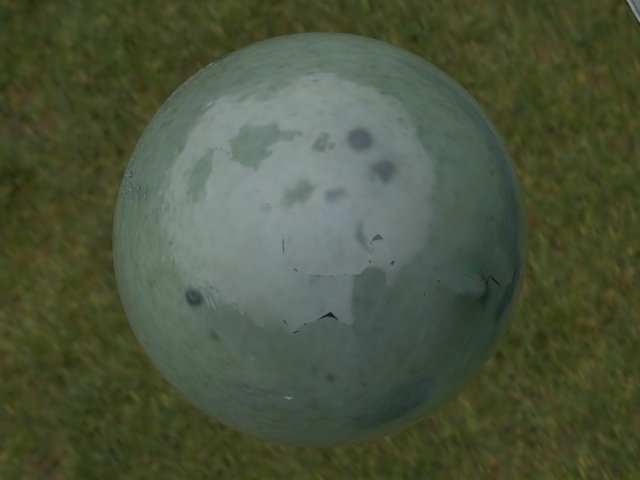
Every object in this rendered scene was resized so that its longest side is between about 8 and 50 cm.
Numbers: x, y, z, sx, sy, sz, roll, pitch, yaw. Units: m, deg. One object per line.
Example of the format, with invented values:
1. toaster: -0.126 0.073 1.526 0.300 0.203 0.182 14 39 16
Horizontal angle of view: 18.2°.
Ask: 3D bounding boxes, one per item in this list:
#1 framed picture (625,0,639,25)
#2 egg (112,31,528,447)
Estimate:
1. framed picture: 0.228 -0.186 1.050 0.232 0.019 0.296 -22 78 -25
2. egg: 0.000 0.000 0.817 0.169 0.236 0.169 0 90 3
